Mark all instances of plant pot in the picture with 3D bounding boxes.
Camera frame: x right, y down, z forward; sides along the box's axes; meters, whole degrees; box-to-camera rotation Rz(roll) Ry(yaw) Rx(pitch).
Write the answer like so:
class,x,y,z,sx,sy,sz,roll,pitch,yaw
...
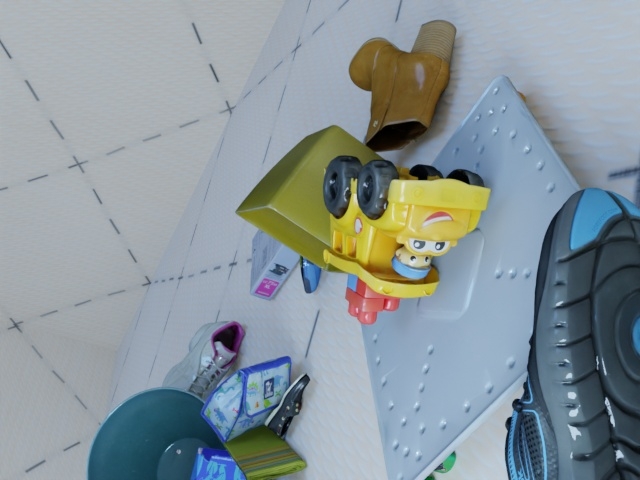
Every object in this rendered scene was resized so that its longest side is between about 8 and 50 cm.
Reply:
class,x,y,z,sx,sy,sz,roll,pitch,yaw
plant pot,-0.309,0.471,1.407,0.195,0.290,0.290,72,-153,-65
plant pot,0.011,-0.075,1.160,0.187,0.212,0.212,-61,19,-11

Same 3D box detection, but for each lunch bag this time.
class,x,y,z,sx,sy,sz,roll,pitch,yaw
lunch bag,-0.126,0.281,1.240,0.096,0.129,0.151,41,117,27

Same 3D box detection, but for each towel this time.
class,x,y,z,sx,sy,sz,roll,pitch,yaw
towel,-0.110,0.372,1.194,0.237,0.102,0.021,-176,80,-69

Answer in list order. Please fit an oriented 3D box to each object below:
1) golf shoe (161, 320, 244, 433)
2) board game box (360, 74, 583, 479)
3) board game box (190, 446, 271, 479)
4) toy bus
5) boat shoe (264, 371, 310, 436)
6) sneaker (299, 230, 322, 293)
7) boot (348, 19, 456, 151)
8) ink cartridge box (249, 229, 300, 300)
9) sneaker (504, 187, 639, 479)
class,x,y,z,sx,sy,sz,roll,pitch,yaw
golf shoe,-0.278,0.308,1.589,0.140,0.115,0.306,-28,30,45
board game box,0.177,0.048,0.830,0.390,0.050,0.390,-57,25,32
board game box,-0.174,0.489,1.213,0.160,0.047,0.210,-5,63,33
toy bus,0.089,0.006,0.837,0.220,0.149,0.211,-160,76,-67
boat shoe,-0.050,0.290,1.193,0.133,0.042,0.049,-59,-19,19
sneaker,0.000,0.000,1.298,0.069,0.082,0.209,-144,55,-79
boot,0.109,-0.249,1.173,0.295,0.104,0.211,-7,58,60
ink cartridge box,-0.068,-0.032,1.494,0.311,0.065,0.185,-57,24,37
sneaker,0.199,0.128,0.546,0.140,0.125,0.340,161,116,-69
